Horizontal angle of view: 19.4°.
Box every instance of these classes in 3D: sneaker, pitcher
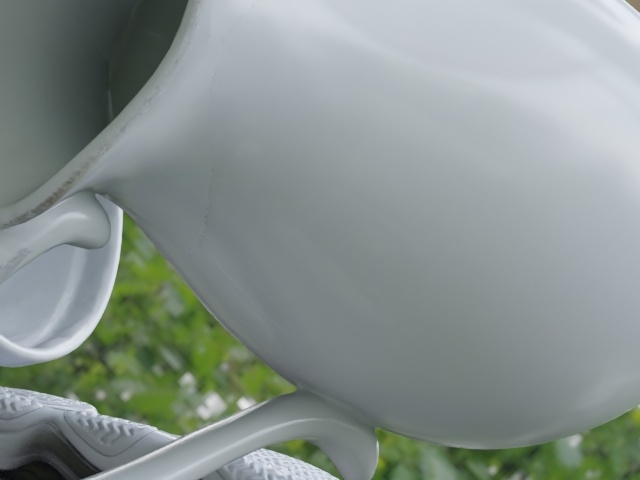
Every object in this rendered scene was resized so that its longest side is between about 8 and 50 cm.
[{"bbox_3d":[-0.121,0.151,0.857,0.269,0.153,0.101,10,-5,27],"label":"sneaker"},{"bbox_3d":[0.000,0.000,0.447,0.207,0.177,0.125,25,-6,-41],"label":"pitcher"}]

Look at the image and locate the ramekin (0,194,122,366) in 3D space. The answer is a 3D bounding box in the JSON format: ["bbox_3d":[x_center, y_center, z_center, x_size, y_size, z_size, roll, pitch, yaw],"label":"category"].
[{"bbox_3d":[-0.192,-0.037,0.908,0.109,0.207,0.207,-10,-50,21],"label":"ramekin"}]
